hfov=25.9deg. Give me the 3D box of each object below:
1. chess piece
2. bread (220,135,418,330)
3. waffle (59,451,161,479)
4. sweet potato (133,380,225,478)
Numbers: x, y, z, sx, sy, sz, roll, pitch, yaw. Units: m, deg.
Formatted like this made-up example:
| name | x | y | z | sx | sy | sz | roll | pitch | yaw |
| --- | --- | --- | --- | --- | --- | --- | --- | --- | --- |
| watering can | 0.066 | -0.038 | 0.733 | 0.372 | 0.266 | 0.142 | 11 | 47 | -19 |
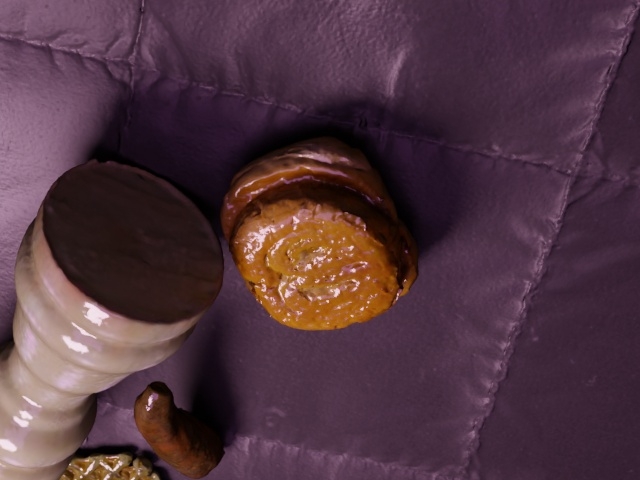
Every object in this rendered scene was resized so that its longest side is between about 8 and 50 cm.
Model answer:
| name | x | y | z | sx | sy | sz | roll | pitch | yaw |
| --- | --- | --- | --- | --- | --- | --- | --- | --- | --- |
| chess piece | -0.301 | 0.132 | 1.645 | 0.234 | 0.234 | 0.442 | 27 | 130 | -13 |
| bread | -0.003 | 0.001 | 1.567 | 0.198 | 0.120 | 0.236 | -18 | 122 | 21 |
| waffle | -0.298 | 0.354 | 1.917 | 0.184 | 0.036 | 0.169 | -3 | 128 | 9 |
| sweet potato | -0.183 | 0.237 | 1.736 | 0.075 | 0.075 | 0.273 | -7 | 154 | 11 |
